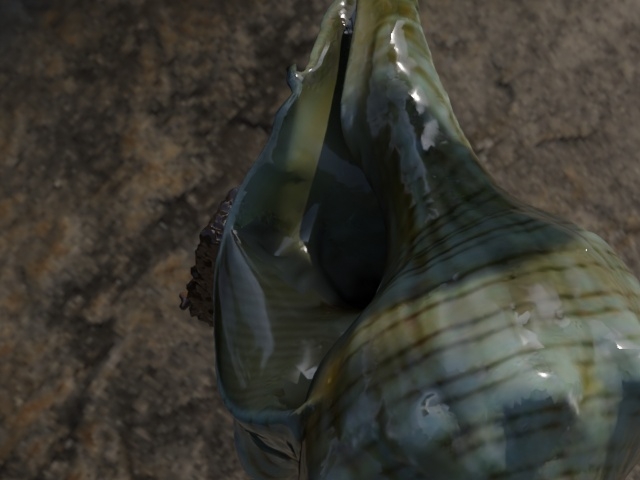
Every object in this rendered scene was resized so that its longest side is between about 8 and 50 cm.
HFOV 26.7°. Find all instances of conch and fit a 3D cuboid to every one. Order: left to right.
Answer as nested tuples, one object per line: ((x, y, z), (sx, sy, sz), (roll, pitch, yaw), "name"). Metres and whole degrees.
((0.048, 0.048, 0.571), (0.203, 0.169, 0.386), (-22, 40, 14), "conch")

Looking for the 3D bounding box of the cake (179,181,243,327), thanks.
((0.000, 0.000, 0.896), (0.134, 0.135, 0.147), (28, 63, 2), "cake")
